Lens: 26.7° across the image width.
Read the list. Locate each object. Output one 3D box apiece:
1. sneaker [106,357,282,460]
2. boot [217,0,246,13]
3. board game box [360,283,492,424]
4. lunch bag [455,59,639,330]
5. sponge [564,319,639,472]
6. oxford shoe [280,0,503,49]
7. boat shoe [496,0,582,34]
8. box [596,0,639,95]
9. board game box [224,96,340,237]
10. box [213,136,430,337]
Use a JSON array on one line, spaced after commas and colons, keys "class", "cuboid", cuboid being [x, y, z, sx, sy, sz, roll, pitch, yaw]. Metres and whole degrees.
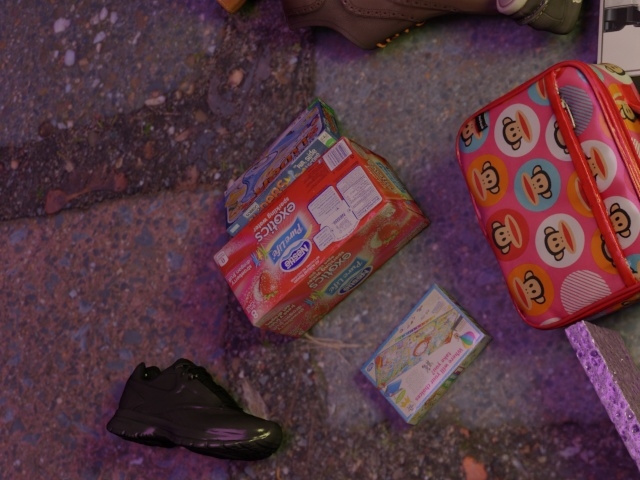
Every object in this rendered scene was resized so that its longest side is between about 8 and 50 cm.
[{"class": "sneaker", "cuboid": [-0.174, 0.233, 1.881, 0.286, 0.109, 0.130, 6, 74, 31]}, {"class": "boot", "cuboid": [-0.131, -0.499, 2.055, 0.220, 0.109, 0.283, -46, 65, 19]}, {"class": "board game box", "cuboid": [0.136, 0.147, 1.749, 0.154, 0.026, 0.103, -50, 57, 12]}, {"class": "lunch bag", "cuboid": [0.314, -0.059, 1.593, 0.258, 0.120, 0.293, -30, 74, 38]}, {"class": "sponge", "cuboid": [0.356, 0.190, 1.544, 0.031, 0.117, 0.210, -35, 62, 22]}, {"class": "oxford shoe", "cuboid": [0.111, -0.331, 1.858, 0.364, 0.130, 0.132, 11, 116, 27]}, {"class": "boat shoe", "cuboid": [0.308, -0.413, 1.748, 0.112, 0.096, 0.335, -27, 43, 59]}, {"class": "box", "cuboid": [0.436, -0.326, 1.646, 0.169, 0.087, 0.289, -1, 77, 33]}, {"class": "board game box", "cuboid": [-0.055, -0.099, 1.885, 0.201, 0.035, 0.136, -45, 21, 14]}, {"class": "box", "cuboid": [0.000, 0.000, 1.815, 0.257, 0.123, 0.128, -42, 59, 16]}]
